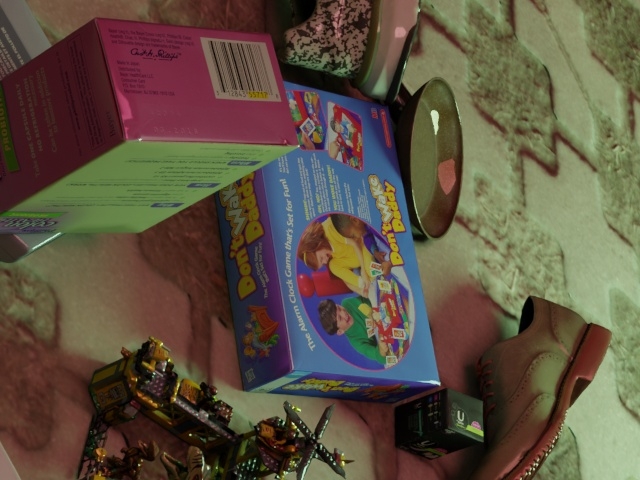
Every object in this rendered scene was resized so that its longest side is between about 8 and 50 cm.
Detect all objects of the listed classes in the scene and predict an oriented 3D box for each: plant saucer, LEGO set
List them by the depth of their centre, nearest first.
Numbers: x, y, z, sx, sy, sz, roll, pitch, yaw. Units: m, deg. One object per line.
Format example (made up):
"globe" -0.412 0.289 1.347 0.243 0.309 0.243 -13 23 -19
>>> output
"LEGO set" -0.108 0.241 1.665 0.255 0.192 0.331 44 44 -22
"plant saucer" 0.127 -0.099 2.163 0.198 0.036 0.198 2 90 -68

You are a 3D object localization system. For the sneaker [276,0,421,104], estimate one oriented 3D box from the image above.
"sneaker" 0.006 -0.353 2.144 0.182 0.158 0.410 6 52 -17

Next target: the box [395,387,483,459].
"box" 0.135 0.208 2.023 0.062 0.083 0.052 24 54 -37

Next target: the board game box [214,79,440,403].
"board game box" 0.000 0.000 1.993 0.233 0.078 0.347 10 63 -44

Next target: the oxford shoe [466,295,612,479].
"oxford shoe" 0.227 0.201 2.131 0.130 0.123 0.348 33 44 5

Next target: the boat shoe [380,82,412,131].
"boat shoe" 0.085 -0.192 2.213 0.046 0.038 0.125 -31 94 -50

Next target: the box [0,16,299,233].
"box" -0.185 -0.099 1.642 0.214 0.243 0.117 -2 72 -46

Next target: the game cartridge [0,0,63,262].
"game cartridge" -0.325 -0.133 1.739 0.198 0.062 0.297 -34 96 -45

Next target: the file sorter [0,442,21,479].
"file sorter" -0.377 0.204 1.414 0.193 0.173 0.277 -30 93 -49
